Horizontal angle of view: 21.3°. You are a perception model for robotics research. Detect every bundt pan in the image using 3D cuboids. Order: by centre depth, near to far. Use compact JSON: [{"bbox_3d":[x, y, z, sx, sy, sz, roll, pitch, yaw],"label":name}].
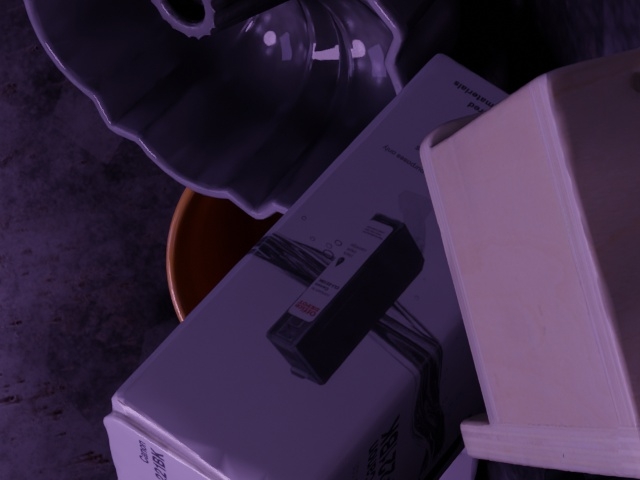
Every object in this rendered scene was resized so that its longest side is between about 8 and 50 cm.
[{"bbox_3d":[-0.047,-0.177,1.038,0.330,0.124,0.331,29,143,24],"label":"bundt pan"}]

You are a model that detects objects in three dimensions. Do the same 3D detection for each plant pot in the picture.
[{"bbox_3d":[0.000,0.000,1.264,0.188,0.205,0.205,-71,-31,-79],"label":"plant pot"}]

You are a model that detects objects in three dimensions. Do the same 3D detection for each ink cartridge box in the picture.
[{"bbox_3d":[0.021,0.066,0.915,0.114,0.273,0.197,34,153,19],"label":"ink cartridge box"}]

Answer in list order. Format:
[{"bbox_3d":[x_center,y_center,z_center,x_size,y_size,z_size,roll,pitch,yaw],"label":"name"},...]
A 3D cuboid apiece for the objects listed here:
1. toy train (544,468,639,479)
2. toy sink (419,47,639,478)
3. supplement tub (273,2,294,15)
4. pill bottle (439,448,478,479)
[{"bbox_3d":[0.112,0.191,0.860,0.334,0.190,0.142,127,128,-77],"label":"toy train"},{"bbox_3d":[0.130,-0.002,0.603,0.234,0.152,0.131,144,111,-81],"label":"toy sink"},{"bbox_3d":[-0.005,-0.223,1.166,0.106,0.106,0.198,-128,26,-67],"label":"supplement tub"},{"bbox_3d":[0.027,0.160,1.405,0.272,0.152,0.152,176,80,-80],"label":"pill bottle"}]
